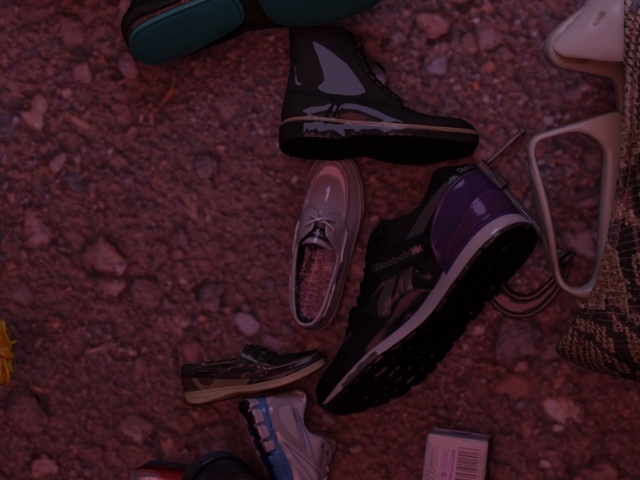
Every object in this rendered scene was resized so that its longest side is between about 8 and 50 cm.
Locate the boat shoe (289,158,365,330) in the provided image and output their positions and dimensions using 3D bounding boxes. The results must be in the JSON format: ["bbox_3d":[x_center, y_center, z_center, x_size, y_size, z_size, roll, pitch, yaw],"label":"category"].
[{"bbox_3d":[0.000,0.000,1.926,0.066,0.063,0.184,15,93,9],"label":"boat shoe"}]

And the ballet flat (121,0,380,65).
[{"bbox_3d":[-0.068,-0.256,1.914,0.281,0.096,0.095,-12,133,12],"label":"ballet flat"}]

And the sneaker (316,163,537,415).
[{"bbox_3d":[0.085,0.048,1.909,0.283,0.107,0.124,-48,59,16],"label":"sneaker"}]

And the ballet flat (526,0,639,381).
[{"bbox_3d":[0.290,-0.106,1.833,0.182,0.164,0.482,6,95,9],"label":"ballet flat"}]

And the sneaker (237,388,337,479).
[{"bbox_3d":[-0.014,0.238,1.935,0.083,0.071,0.190,-20,99,-19],"label":"sneaker"}]

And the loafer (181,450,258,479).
[{"bbox_3d":[-0.047,0.350,1.881,0.109,0.095,0.302,-30,106,-23],"label":"loafer"}]

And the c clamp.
[{"bbox_3d":[0.194,-0.009,1.917,0.137,0.022,0.160,-36,85,8],"label":"c clamp"}]

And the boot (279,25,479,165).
[{"bbox_3d":[0.059,-0.152,1.916,0.198,0.077,0.137,4,68,-9],"label":"boot"}]

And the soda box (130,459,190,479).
[{"bbox_3d":[-0.154,0.361,1.948,0.092,0.083,0.263,6,91,9],"label":"soda box"}]

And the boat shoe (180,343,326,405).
[{"bbox_3d":[-0.071,0.129,1.944,0.152,0.056,0.049,-16,94,9],"label":"boat shoe"}]

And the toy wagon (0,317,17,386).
[{"bbox_3d":[-0.470,0.121,1.966,0.344,0.068,0.267,-3,96,10],"label":"toy wagon"}]

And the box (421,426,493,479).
[{"bbox_3d":[0.121,0.349,1.914,0.067,0.063,0.324,6,92,10],"label":"box"}]
